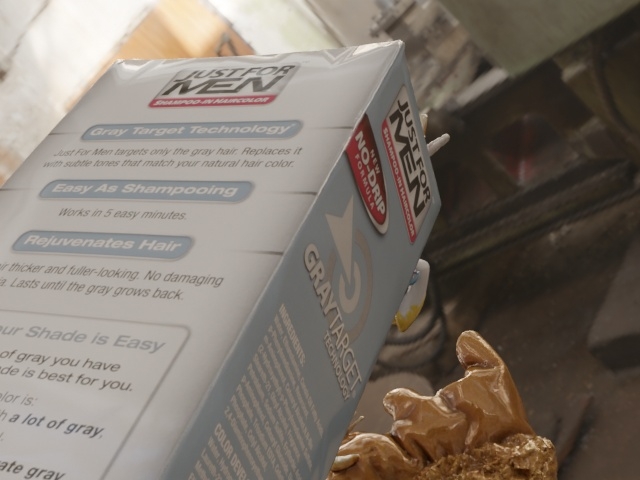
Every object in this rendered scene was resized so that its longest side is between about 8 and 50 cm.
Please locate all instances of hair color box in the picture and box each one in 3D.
[{"bbox_3d":[-0.090,0.059,0.442,0.185,0.114,0.375,2,43,26],"label":"hair color box"}]

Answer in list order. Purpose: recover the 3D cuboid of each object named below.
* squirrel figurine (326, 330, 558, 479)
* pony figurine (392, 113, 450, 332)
[{"bbox_3d":[0.198,0.405,1.742,0.370,0.281,0.397,-16,30,-14],"label":"squirrel figurine"},{"bbox_3d":[0.000,0.000,1.371,0.303,0.350,0.364,-113,20,-53],"label":"pony figurine"}]
